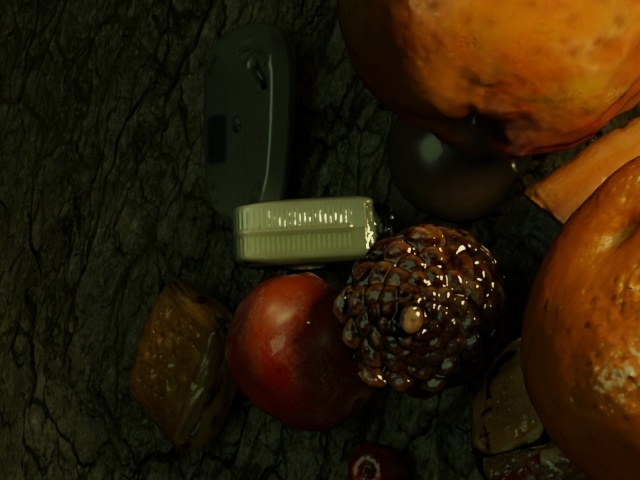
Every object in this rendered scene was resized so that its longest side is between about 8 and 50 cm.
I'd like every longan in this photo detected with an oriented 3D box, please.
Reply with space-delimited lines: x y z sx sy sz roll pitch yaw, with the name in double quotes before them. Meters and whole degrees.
"longan" 0.191 -0.116 1.827 0.204 0.159 0.184 -12 86 15

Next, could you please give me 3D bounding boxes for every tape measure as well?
"tape measure" 0.000 0.000 1.979 0.235 0.207 0.115 -3 83 7

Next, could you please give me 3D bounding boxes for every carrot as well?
"carrot" 0.374 -0.081 1.627 0.225 0.159 0.159 -47 49 11

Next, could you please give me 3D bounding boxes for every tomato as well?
"tomato" -0.033 0.161 1.930 0.232 0.232 0.188 -3 37 46

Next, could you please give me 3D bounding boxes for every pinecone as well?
"pinecone" 0.137 0.087 1.751 0.224 0.272 0.224 1 94 19

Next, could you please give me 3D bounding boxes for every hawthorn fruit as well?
"hawthorn fruit" 0.076 0.320 1.878 0.093 0.093 0.093 -14 70 44
"hawthorn fruit" 0.229 -0.318 1.624 0.472 0.472 0.471 -14 70 44

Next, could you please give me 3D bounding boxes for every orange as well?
"orange" 0.413 0.082 1.392 0.424 0.326 0.424 -44 17 17

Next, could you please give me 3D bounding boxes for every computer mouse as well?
"computer mouse" -0.106 -0.186 2.197 0.197 0.095 0.330 4 91 48

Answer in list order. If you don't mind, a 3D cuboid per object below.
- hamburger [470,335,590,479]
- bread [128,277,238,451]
"hamburger" 0.284 0.209 1.653 0.231 0.107 0.231 -30 49 41
"bread" -0.208 0.200 2.204 0.210 0.099 0.235 38 113 47
